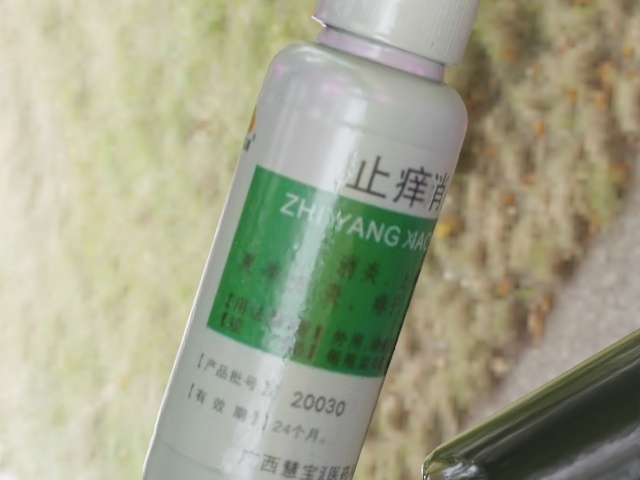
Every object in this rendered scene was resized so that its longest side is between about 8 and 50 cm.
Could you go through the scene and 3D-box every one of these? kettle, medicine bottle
[{"bbox_3d":[0.264,0.186,1.560,0.203,0.308,0.262,64,-164,12],"label":"kettle"},{"bbox_3d":[0.000,0.000,0.824,0.095,0.095,0.260,-69,-5,-83],"label":"medicine bottle"}]
